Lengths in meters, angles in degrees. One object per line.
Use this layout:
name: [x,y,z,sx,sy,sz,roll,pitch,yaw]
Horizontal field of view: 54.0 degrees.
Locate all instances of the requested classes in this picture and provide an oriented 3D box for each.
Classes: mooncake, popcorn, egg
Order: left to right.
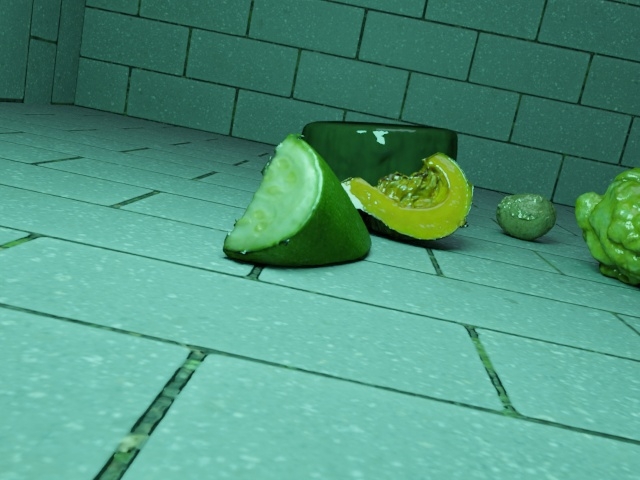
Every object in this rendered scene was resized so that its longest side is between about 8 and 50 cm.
mooncake: [0.123,-0.165,1.405,0.356,0.194,0.356,3,11,-1]
egg: [0.484,-0.059,1.477,0.140,0.116,0.118,13,40,10]
popcorn: [0.613,-0.025,1.171,0.242,0.235,0.250,-10,-13,14]

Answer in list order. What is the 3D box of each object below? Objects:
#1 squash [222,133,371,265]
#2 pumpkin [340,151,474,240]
squash: [0.000,0.000,0.905,0.111,0.203,0.289,18,-19,25]
pumpkin: [0.144,-0.043,1.162,0.278,0.163,0.111,-16,-25,-15]
